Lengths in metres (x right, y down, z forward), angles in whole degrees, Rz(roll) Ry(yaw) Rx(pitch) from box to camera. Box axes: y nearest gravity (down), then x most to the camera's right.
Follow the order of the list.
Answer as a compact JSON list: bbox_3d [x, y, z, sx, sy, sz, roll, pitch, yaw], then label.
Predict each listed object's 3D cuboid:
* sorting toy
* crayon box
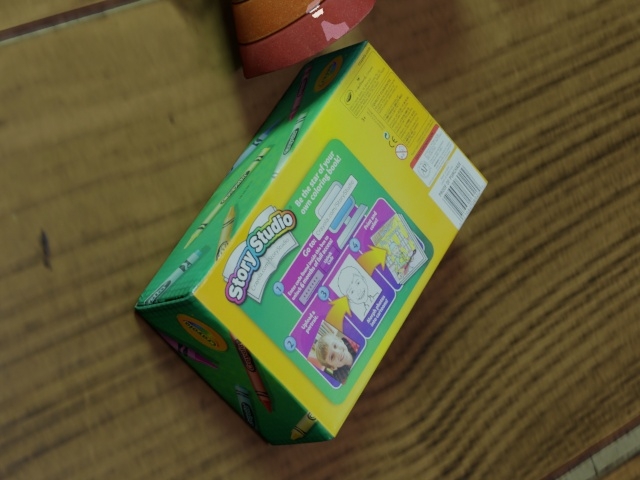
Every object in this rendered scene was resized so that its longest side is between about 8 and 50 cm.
[{"bbox_3d":[0.042,-0.281,1.318,0.365,0.127,0.126,-44,111,-25],"label":"sorting toy"},{"bbox_3d":[0.000,0.000,1.291,0.165,0.081,0.278,47,57,-22],"label":"crayon box"}]
